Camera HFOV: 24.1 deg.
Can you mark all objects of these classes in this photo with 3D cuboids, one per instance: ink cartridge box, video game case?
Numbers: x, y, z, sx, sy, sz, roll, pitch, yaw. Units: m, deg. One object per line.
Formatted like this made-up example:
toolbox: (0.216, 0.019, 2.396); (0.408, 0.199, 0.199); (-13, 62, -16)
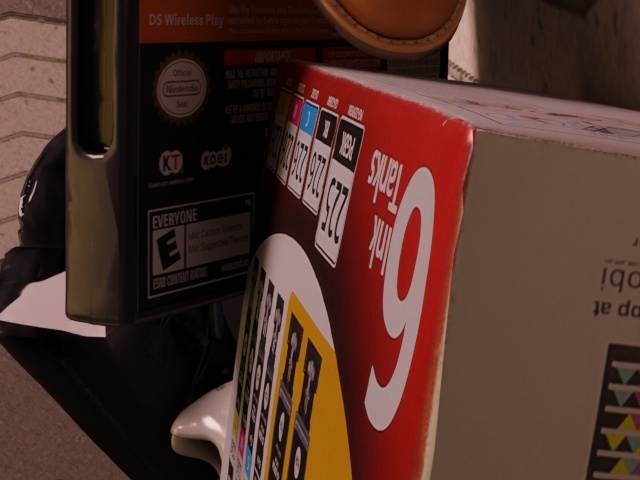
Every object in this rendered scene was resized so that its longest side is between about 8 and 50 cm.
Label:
ink cartridge box: (0.048, 0.090, 0.473); (0.309, 0.130, 0.272); (-135, 52, -78)
video game case: (-0.013, -0.108, 0.645); (0.275, 0.035, 0.248); (-14, -71, -59)

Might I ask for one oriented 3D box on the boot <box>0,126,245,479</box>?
boot: (-0.129, 0.050, 1.287); (0.445, 0.146, 0.367); (60, -163, -49)

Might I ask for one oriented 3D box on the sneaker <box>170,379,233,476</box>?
sneaker: (-0.011, 0.230, 1.087); (0.297, 0.129, 0.111); (62, 161, 22)

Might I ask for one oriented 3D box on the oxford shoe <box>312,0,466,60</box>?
oxford shoe: (0.017, -0.169, 0.526); (0.076, 0.076, 0.212); (138, 125, -70)
